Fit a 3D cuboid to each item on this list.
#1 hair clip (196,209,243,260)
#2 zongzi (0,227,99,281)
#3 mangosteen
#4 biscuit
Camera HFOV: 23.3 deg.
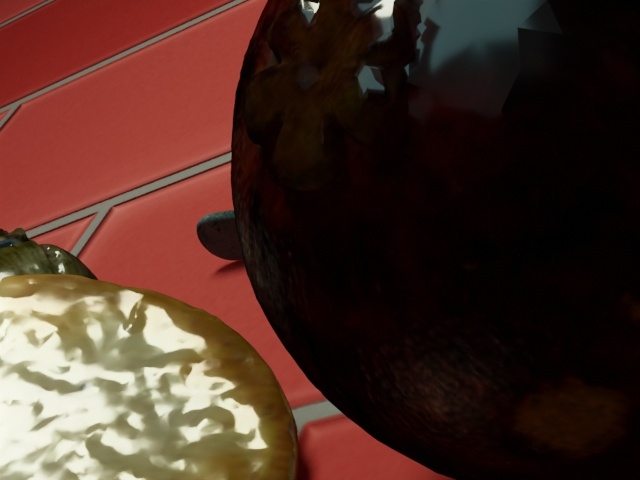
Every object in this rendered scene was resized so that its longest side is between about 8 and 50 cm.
[{"bbox_3d":[0.000,0.000,1.063,0.083,0.048,0.275,-38,24,-15],"label":"hair clip"},{"bbox_3d":[-0.221,0.158,0.942,0.356,0.174,0.393,-37,35,-24],"label":"zongzi"},{"bbox_3d":[0.130,-0.030,0.717,0.306,0.359,0.306,-25,57,45],"label":"mangosteen"},{"bbox_3d":[-0.114,0.131,0.861,0.204,0.040,0.309,1,39,1],"label":"biscuit"}]
